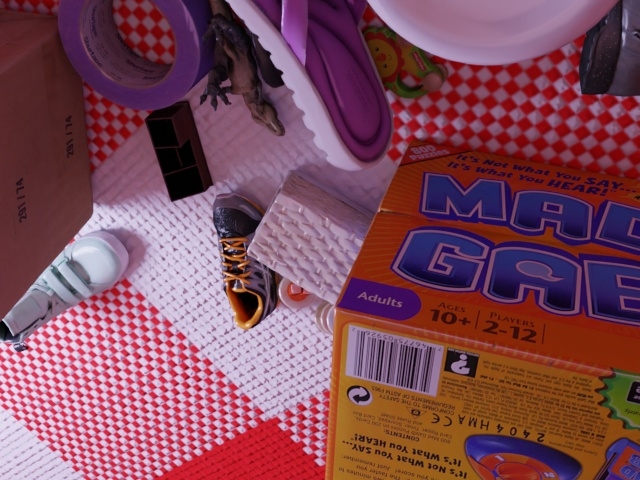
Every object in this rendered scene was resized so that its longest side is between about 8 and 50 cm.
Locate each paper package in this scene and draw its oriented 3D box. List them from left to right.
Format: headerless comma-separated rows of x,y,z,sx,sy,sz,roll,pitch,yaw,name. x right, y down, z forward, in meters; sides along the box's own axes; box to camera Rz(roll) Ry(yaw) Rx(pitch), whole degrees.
-0.440,-0.103,1.060,0.168,0.309,0.325,11,126,10,paper package

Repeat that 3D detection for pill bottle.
0.160,-0.302,0.673,0.210,0.363,0.210,10,126,14,pill bottle

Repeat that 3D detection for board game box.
0.224,0.145,0.957,0.357,0.356,0.356,11,126,12,board game box

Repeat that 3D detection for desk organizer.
-0.192,-0.119,1.121,0.047,0.050,0.130,-1,122,20,desk organizer

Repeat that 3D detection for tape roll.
-0.220,-0.262,1.017,0.189,0.080,0.189,10,125,15,tape roll

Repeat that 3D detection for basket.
0.000,0.000,1.082,0.167,0.103,0.113,30,108,-1,basket

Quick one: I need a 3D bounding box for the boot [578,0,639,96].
0.363,-0.247,0.828,0.161,0.083,0.246,7,130,7,boot

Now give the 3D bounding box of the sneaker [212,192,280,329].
-0.108,0.032,1.174,0.084,0.083,0.215,-3,120,23,sneaker

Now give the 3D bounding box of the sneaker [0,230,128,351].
-0.410,0.086,1.277,0.256,0.151,0.094,-29,107,32,sneaker

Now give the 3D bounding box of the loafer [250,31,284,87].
-0.052,-0.287,0.950,0.078,0.080,0.220,-10,126,10,loafer

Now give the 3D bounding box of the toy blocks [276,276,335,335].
0.000,0.089,1.136,0.123,0.054,0.148,35,172,-6,toy blocks

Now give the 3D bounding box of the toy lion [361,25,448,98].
0.088,-0.211,0.974,0.096,0.034,0.100,-19,115,37,toy lion

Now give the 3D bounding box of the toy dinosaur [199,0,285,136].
-0.108,-0.228,0.975,0.064,0.118,0.268,-4,122,16,toy dinosaur

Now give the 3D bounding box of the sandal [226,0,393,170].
0.001,-0.256,0.864,0.102,0.169,0.416,0,138,36,sandal
